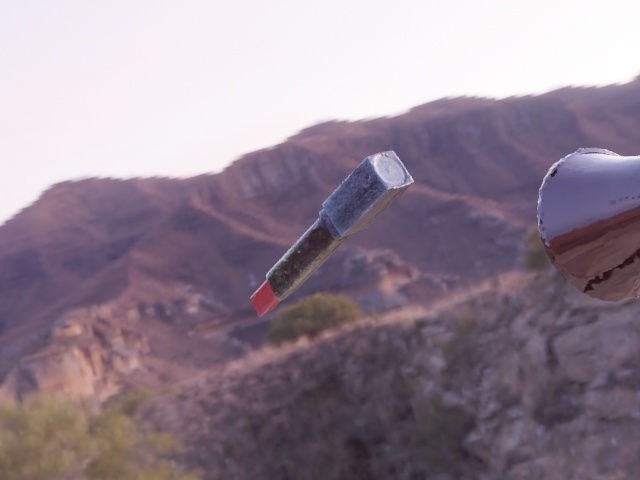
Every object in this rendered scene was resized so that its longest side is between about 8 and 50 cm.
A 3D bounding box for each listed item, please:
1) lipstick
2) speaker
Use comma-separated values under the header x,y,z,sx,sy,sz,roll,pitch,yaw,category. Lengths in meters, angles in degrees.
x,y,z,sx,sy,sz,roll,pitch,yaw,category
0.000,0.000,1.492,0.051,0.051,0.312,-21,-18,-45,lipstick
0.387,-0.018,1.326,0.259,0.198,0.329,-56,13,-20,speaker
